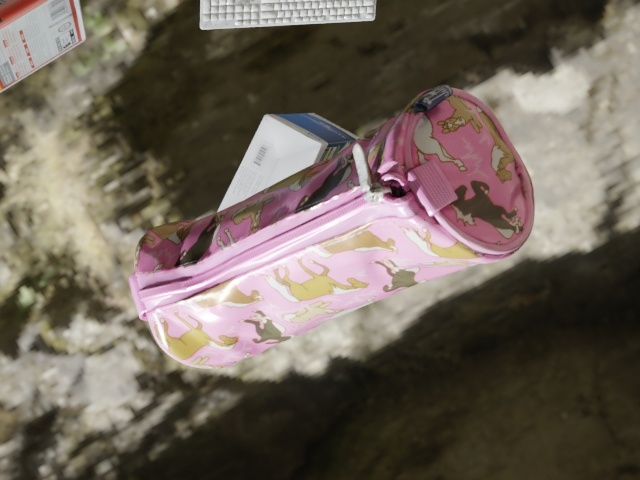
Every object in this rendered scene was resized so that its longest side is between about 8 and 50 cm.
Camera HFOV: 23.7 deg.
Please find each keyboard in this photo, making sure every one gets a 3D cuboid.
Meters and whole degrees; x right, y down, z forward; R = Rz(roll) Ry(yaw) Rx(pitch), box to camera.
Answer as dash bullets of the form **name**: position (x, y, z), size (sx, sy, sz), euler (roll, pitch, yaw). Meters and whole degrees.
- **keyboard**: position (-0.042, -0.333, 2.109), size (0.014, 0.256, 0.072), euler (-122, 32, -53)

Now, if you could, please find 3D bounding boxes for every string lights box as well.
- **string lights box**: position (-0.033, -0.075, 1.779), size (0.077, 0.133, 0.260), euler (28, -170, 8)

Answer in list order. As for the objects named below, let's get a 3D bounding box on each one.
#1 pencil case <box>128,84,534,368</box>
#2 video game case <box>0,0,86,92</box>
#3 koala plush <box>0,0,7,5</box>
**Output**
- **pencil case**: position (0.000, 0.000, 1.349), size (0.167, 0.386, 0.160), euler (40, -133, -26)
- **video game case**: position (-0.387, -0.185, 1.669), size (0.025, 0.285, 0.204), euler (55, 170, 5)
- **koala plush**: position (-0.475, -0.294, 1.865), size (0.221, 0.203, 0.196), euler (54, -137, -31)
